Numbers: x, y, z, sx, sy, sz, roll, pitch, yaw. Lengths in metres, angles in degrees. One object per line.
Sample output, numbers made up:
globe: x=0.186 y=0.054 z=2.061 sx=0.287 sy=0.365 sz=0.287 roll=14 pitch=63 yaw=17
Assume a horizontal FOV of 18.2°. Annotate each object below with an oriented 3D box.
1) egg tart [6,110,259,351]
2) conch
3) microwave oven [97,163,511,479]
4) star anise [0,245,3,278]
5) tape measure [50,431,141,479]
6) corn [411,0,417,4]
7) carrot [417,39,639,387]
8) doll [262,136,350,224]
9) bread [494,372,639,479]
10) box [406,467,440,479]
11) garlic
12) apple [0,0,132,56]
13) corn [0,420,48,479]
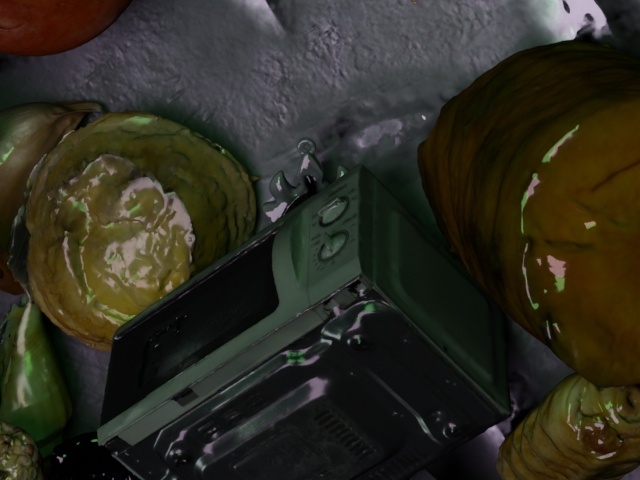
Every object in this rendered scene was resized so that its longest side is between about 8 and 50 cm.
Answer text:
egg tart: x=-0.172 y=0.003 z=1.842 sx=0.252 sy=0.098 sz=0.232 roll=-32 pitch=102 yaw=13
conch: x=-0.289 y=0.149 z=1.973 sx=0.095 sy=0.079 sz=0.201 roll=2 pitch=97 yaw=51
microwave oven: x=-0.012 y=0.120 z=1.736 sx=0.295 sy=0.181 sz=0.237 roll=-34 pitch=118 yaw=23
star anise: x=-0.429 y=-0.038 z=1.768 sx=0.315 sy=0.108 sz=0.315 roll=-1 pitch=94 yaw=-17
tape measure: x=-0.160 y=0.276 z=1.937 sx=0.199 sy=0.112 sz=0.186 roll=-4 pitch=105 yaw=26
corn: x=0.067 y=-0.244 z=1.734 sx=0.027 sy=0.028 sz=0.083 roll=-25 pitch=90 yaw=11
carrot: x=0.227 y=-0.028 z=1.624 sx=0.241 sy=0.341 sz=0.242 roll=-2 pitch=106 yaw=-8
doll: x=0.000 y=0.000 z=1.811 sx=0.096 sy=0.070 sz=0.195 roll=-5 pitch=111 yaw=9
bread: x=0.217 y=0.168 z=1.670 sx=0.098 sy=0.269 sz=0.087 roll=36 pitch=73 yaw=6
box: x=0.158 y=0.360 z=1.786 sx=0.325 sy=0.047 sz=0.180 roll=41 pitch=130 yaw=0
garlic: x=-0.304 y=-0.054 z=1.899 sx=0.128 sy=0.115 sz=0.207 roll=32 pitch=112 yaw=19
apple: x=-0.279 y=-0.282 z=1.749 sx=0.272 sy=0.251 sz=0.206 roll=26 pitch=131 yaw=-2
corn: x=-0.305 y=0.262 z=1.962 sx=0.086 sy=0.086 sz=0.253 roll=25 pitch=149 yaw=15
